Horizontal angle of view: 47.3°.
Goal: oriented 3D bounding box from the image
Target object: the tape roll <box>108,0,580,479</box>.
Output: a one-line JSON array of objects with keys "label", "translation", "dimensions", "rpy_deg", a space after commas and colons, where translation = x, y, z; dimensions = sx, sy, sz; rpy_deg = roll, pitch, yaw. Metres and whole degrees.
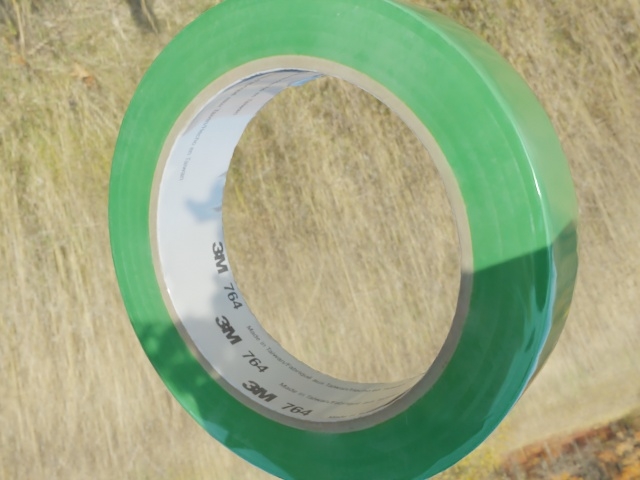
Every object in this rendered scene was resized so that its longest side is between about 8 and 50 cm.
[{"label": "tape roll", "translation": [0.000, 0.000, 0.485], "dimensions": [0.321, 0.321, 0.077], "rpy_deg": [-31, 173, 32]}]
